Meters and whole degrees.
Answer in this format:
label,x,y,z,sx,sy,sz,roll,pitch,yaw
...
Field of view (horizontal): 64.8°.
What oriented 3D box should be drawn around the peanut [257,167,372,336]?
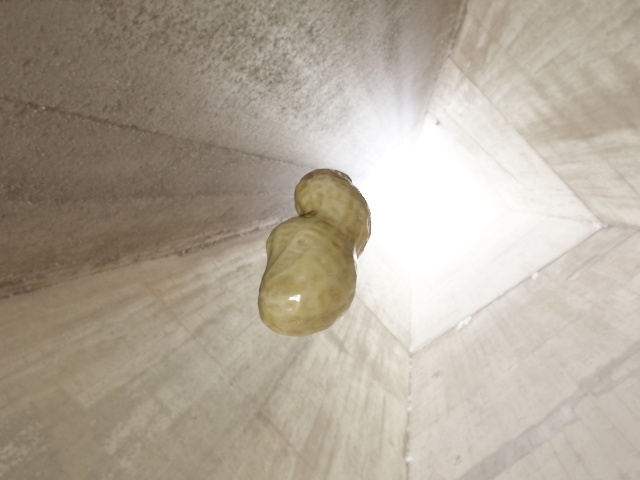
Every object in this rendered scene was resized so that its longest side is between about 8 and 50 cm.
label,x,y,z,sx,sy,sz,roll,pitch,yaw
peanut,0.000,0.001,0.533,0.086,0.104,0.228,99,9,-47
